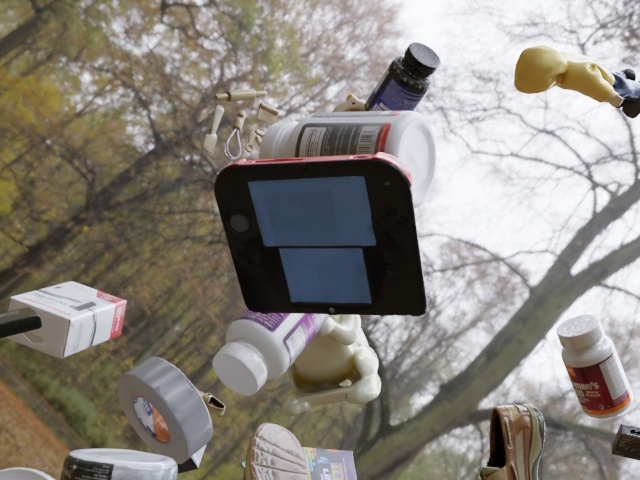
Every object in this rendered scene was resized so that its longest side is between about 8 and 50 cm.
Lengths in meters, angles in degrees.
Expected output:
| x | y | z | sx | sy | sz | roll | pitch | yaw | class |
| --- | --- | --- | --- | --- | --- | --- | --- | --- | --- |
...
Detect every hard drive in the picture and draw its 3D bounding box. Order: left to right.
| x | y | z | sx | sy | sz | roll | pitch | yaw | class |
| --- | --- | --- | --- | --- | --- | --- | --- | --- | --- |
| -0.458 | 0.121 | 1.099 | 0.135 | 0.094 | 0.022 | 0 | -78 | 65 | hard drive |

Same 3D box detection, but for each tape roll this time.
| x | y | z | sx | sy | sz | roll | pitch | yaw | class |
| --- | --- | --- | --- | --- | --- | --- | --- | --- | --- |
| -0.323 | 0.351 | 1.577 | 0.219 | 0.072 | 0.219 | 27 | -47 | 32 | tape roll |

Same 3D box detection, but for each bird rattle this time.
| x | y | z | sx | sy | sz | roll | pitch | yaw | class |
| --- | --- | --- | --- | --- | --- | --- | --- | --- | --- |
| 0.112 | -0.295 | 2.153 | 0.207 | 0.253 | 0.143 | 36 | 2 | -2 | bird rattle |

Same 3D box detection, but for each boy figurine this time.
| x | y | z | sx | sy | sz | roll | pitch | yaw | class |
| --- | --- | --- | --- | --- | --- | --- | --- | --- | --- |
| 0.489 | -0.297 | 1.424 | 0.177 | 0.285 | 0.092 | 58 | -43 | 48 | boy figurine |

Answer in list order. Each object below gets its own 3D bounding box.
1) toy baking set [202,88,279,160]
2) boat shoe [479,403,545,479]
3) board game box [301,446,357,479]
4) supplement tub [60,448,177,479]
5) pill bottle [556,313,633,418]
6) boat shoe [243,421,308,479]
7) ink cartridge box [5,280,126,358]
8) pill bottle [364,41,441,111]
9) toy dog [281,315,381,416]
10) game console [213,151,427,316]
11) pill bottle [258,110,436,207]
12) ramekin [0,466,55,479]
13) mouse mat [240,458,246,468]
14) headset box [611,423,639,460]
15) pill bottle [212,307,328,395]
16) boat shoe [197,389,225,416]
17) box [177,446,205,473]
| x | y | z | sx | sy | sz | roll | pitch | yaw | class |
| --- | --- | --- | --- | --- | --- | --- | --- | --- | --- |
| -0.207 | -0.310 | 2.031 | 0.030 | 0.256 | 0.197 | -22 | -101 | 52 | toy baking set |
| 0.406 | 0.517 | 1.670 | 0.120 | 0.324 | 0.122 | 10 | -14 | -13 | boat shoe |
| 0.018 | 0.576 | 1.785 | 0.048 | 0.141 | 0.170 | -53 | -144 | 42 | board game box |
| -0.352 | 0.518 | 1.271 | 0.193 | 0.316 | 0.193 | 6 | -10 | 1 | supplement tub |
| 0.634 | 0.292 | 1.774 | 0.121 | 0.121 | 0.221 | 2 | -60 | 63 | pill bottle |
| -0.098 | 0.468 | 1.319 | 0.123 | 0.123 | 0.342 | 27 | 28 | -22 | boat shoe |
| -0.692 | 0.210 | 2.078 | 0.197 | 0.114 | 0.273 | 17 | 12 | 15 | ink cartridge box |
| 0.213 | -0.396 | 1.962 | 0.123 | 0.123 | 0.219 | 44 | -46 | 8 | pill bottle |
| 0.011 | 0.216 | 2.102 | 0.284 | 0.395 | 0.408 | -11 | -76 | 29 | toy dog |
| 0.000 | 0.000 | 1.458 | 0.386 | 0.060 | 0.342 | 0 | -64 | 20 | game console |
| 0.055 | -0.181 | 1.696 | 0.363 | 0.210 | 0.210 | 6 | -41 | 34 | pill bottle |
| -0.637 | 0.596 | 1.572 | 0.273 | 0.273 | 0.127 | 36 | -39 | 27 | ramekin |
| -0.110 | 0.645 | 2.117 | 0.189 | 0.152 | 0.007 | 31 | -64 | 31 | mouse mat |
| 0.674 | 0.435 | 1.652 | 0.062 | 0.032 | 0.083 | 12 | -48 | 9 | headset box |
| -0.118 | 0.220 | 1.803 | 0.169 | 0.301 | 0.169 | 20 | -47 | 23 | pill bottle |
| -0.378 | 0.539 | 2.576 | 0.135 | 0.050 | 0.045 | 32 | -54 | 2 | boat shoe |
| -0.389 | 0.528 | 2.100 | 0.158 | 0.093 | 0.156 | -76 | 145 | -60 | box |
